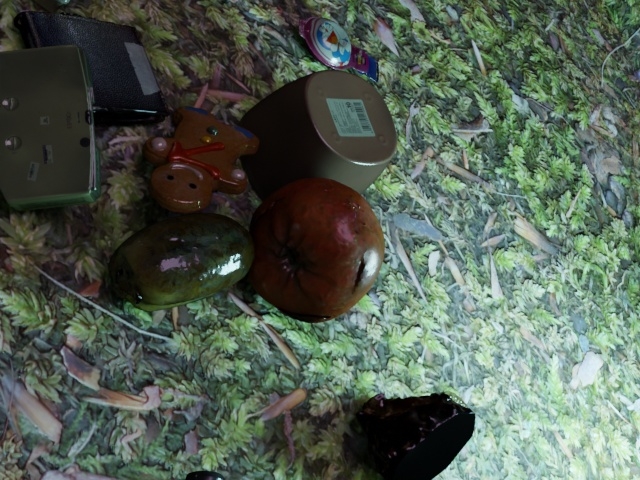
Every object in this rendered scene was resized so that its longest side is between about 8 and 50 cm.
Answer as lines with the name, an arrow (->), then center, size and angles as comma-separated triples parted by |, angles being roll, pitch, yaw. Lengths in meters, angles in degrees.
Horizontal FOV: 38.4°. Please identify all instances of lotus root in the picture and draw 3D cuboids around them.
lotus root -> -0.235, 0.030, 1.626 | 0.275, 0.152, 0.160 | -17, 73, -45

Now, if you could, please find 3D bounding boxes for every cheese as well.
cheese -> 0.048, -0.459, 2.208 | 0.244, 0.062, 0.155 | 25, 50, -28

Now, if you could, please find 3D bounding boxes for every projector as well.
projector -> -0.474, -0.186, 1.545 | 0.194, 0.088, 0.269 | -7, 79, -5

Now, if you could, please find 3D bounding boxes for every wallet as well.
wallet -> -0.428, -0.319, 1.732 | 0.262, 0.071, 0.220 | -8, 67, -46

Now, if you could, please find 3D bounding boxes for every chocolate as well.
chocolate -> 0.165, 0.347, 1.782 | 0.177, 0.206, 0.224 | 45, 20, 31

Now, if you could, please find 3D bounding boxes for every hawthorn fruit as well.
hawthorn fruit -> 0.000, 0.000, 1.785 | 0.276, 0.276, 0.307 | 51, 24, -6

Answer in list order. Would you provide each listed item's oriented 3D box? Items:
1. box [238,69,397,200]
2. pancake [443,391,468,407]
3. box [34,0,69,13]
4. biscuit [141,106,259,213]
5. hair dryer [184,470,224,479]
box -> 0.007, -0.209, 1.924 | 0.301, 0.216, 0.300 | 22, 53, -32
pancake -> 0.288, 0.378, 1.967 | 0.115, 0.011, 0.114 | 20, 55, -31
box -> -0.508, -0.498, 1.759 | 0.089, 0.062, 0.122 | 37, 49, -19
biscuit -> -0.226, -0.155, 1.727 | 0.206, 0.049, 0.324 | 24, 38, 2
hair dryer -> -0.268, 0.413, 1.447 | 0.256, 0.070, 0.128 | 20, 54, -26
